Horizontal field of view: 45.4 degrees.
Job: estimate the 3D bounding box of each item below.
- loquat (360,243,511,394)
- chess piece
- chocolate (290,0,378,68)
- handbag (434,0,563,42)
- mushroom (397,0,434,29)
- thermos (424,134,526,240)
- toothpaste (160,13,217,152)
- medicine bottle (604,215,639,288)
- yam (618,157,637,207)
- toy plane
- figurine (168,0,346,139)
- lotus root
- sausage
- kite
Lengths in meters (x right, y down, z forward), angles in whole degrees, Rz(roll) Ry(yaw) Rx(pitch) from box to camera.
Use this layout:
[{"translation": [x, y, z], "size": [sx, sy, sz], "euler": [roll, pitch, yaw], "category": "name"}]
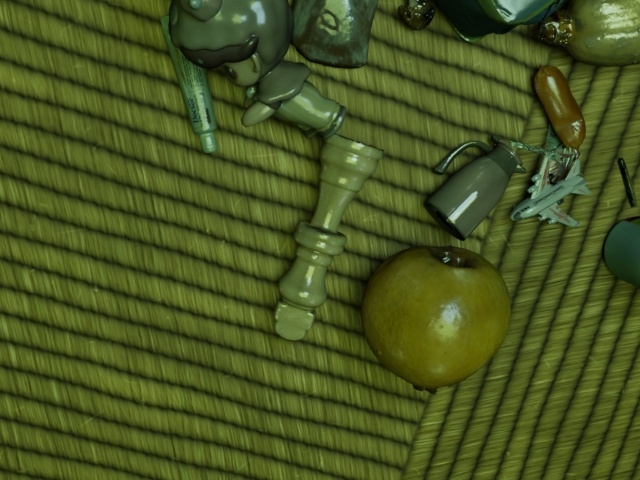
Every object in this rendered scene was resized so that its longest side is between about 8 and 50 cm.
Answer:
[{"translation": [0.209, 0.147, 1.401], "size": [0.275, 0.275, 0.275], "euler": [-1, 100, -7], "category": "loquat"}, {"translation": [0.000, 0.000, 1.424], "size": [0.117, 0.117, 0.397], "euler": [18, 98, -10], "category": "chess piece"}, {"translation": [0.035, -0.442, 1.369], "size": [0.157, 0.080, 0.254], "euler": [10, 98, -9], "category": "chocolate"}, {"translation": [0.328, -0.487, 1.320], "size": [0.263, 0.241, 0.222], "euler": [-39, 102, -1], "category": "handbag"}, {"translation": [0.148, -0.466, 1.375], "size": [0.060, 0.061, 0.187], "euler": [-33, 117, -7], "category": "mushroom"}, {"translation": [0.288, -0.114, 1.456], "size": [0.137, 0.105, 0.193], "euler": [43, 88, 19], "category": "thermos"}, {"translation": [-0.228, -0.285, 1.384], "size": [0.067, 0.037, 0.255], "euler": [-13, 98, 1], "category": "toothpaste"}, {"translation": [0.652, 0.035, 1.458], "size": [0.139, 0.225, 0.139], "euler": [-1, 101, -6], "category": "medicine bottle"}, {"translation": [0.617, -0.116, 1.534], "size": [0.014, 0.014, 0.107], "euler": [-22, 102, -3], "category": "yam"}, {"translation": [0.442, -0.085, 1.489], "size": [0.171, 0.065, 0.162], "euler": [-26, 109, 2], "category": "toy plane"}, {"translation": [-0.105, -0.325, 1.304], "size": [0.203, 0.248, 0.380], "euler": [-36, 117, 13], "category": "figurine"}, {"translation": [0.562, -0.407, 1.412], "size": [0.343, 0.151, 0.169], "euler": [-12, 94, -1], "category": "lotus root"}, {"translation": [0.461, -0.260, 1.470], "size": [0.062, 0.054, 0.183], "euler": [-27, 104, 20], "category": "sausage"}, {"translation": [0.444, -0.171, 1.507], "size": [0.152, 0.005, 0.137], "euler": [2, 99, -7], "category": "kite"}]
